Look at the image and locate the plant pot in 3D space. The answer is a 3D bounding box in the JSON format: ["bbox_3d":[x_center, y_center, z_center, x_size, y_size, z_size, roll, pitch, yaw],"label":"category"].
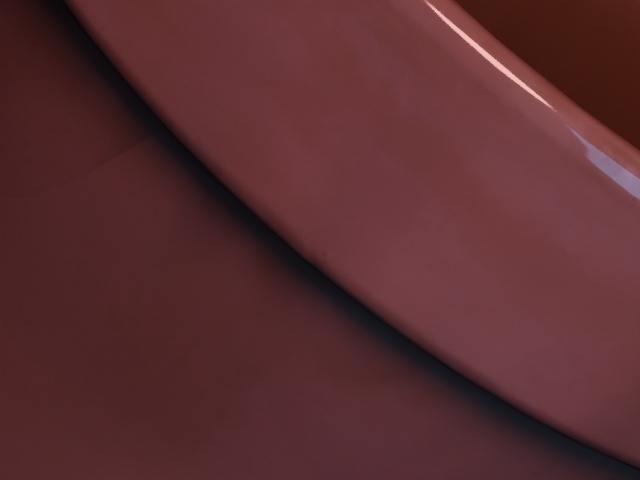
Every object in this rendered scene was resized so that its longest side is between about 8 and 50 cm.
[{"bbox_3d":[0.000,0.000,0.537,0.323,0.323,0.280,14,127,-38],"label":"plant pot"}]
